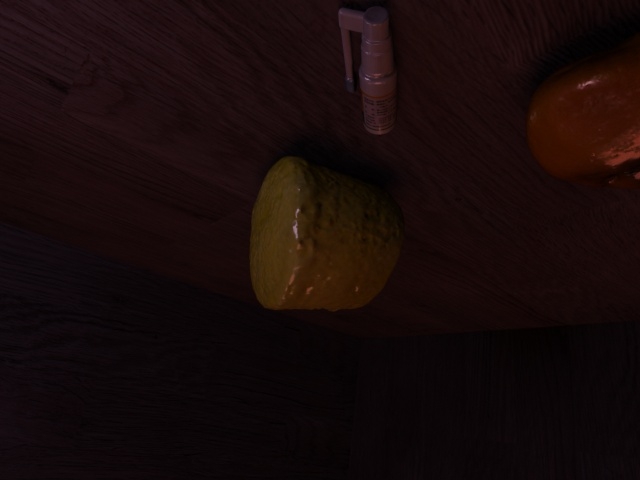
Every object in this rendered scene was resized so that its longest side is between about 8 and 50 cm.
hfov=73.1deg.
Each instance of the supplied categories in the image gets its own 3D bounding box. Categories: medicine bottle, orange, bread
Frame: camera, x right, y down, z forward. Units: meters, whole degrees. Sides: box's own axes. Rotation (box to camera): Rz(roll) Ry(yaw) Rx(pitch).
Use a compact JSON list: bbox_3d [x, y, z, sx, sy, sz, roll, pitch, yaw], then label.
[{"bbox_3d":[0.078,-0.265,0.686,0.092,0.061,0.221,22,160,18],"label":"medicine bottle"},{"bbox_3d":[0.424,-0.171,0.619,0.248,0.183,0.249,5,157,2],"label":"orange"},{"bbox_3d":[0.000,0.000,0.996,0.307,0.348,0.348,11,158,-24],"label":"bread"}]
